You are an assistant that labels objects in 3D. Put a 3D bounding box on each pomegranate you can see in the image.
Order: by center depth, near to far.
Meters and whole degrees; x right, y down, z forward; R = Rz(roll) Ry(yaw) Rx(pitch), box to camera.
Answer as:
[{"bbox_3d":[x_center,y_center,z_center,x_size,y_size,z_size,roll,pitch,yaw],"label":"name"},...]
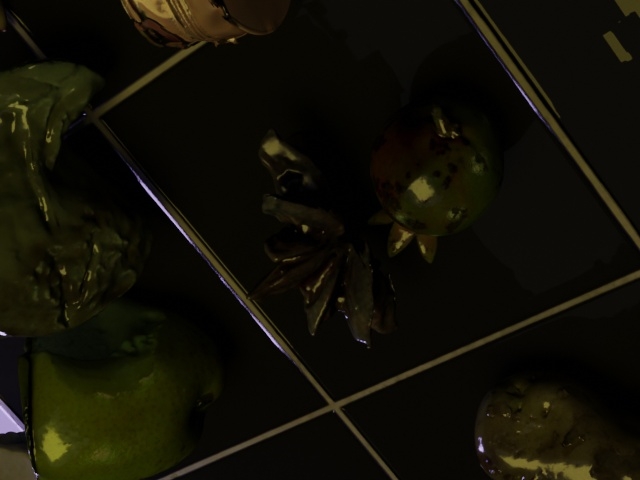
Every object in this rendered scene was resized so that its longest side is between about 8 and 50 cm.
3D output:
[{"bbox_3d":[0.110,-0.069,1.511,0.156,0.156,0.220,41,138,-7],"label":"pomegranate"}]

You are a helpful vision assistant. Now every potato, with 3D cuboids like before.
[{"bbox_3d":[0.309,0.257,1.647,0.262,0.165,0.165,29,129,7],"label":"potato"}]

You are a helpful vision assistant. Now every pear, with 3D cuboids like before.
[{"bbox_3d":[-0.254,0.178,1.774,0.292,0.292,0.159,16,129,12],"label":"pear"}]

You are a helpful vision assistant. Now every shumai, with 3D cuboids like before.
[{"bbox_3d":[-0.374,-0.063,1.606,0.292,0.330,0.288,39,144,26],"label":"shumai"}]

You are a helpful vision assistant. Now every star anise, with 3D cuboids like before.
[{"bbox_3d":[-0.002,0.000,1.564,0.129,0.212,0.283,-16,117,23],"label":"star anise"}]

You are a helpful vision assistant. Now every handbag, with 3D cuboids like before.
[{"bbox_3d":[-0.130,-0.301,1.437,0.116,0.179,0.205,-9,118,35],"label":"handbag"}]

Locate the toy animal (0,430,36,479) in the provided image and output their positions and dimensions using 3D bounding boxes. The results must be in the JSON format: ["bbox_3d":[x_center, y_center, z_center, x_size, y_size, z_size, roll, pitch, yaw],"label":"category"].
[{"bbox_3d":[-0.416,0.374,2.032,0.204,0.156,0.208,6,108,23],"label":"toy animal"}]

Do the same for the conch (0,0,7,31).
[{"bbox_3d":[-0.439,-0.321,1.627,0.104,0.094,0.176,-29,135,21],"label":"conch"}]
